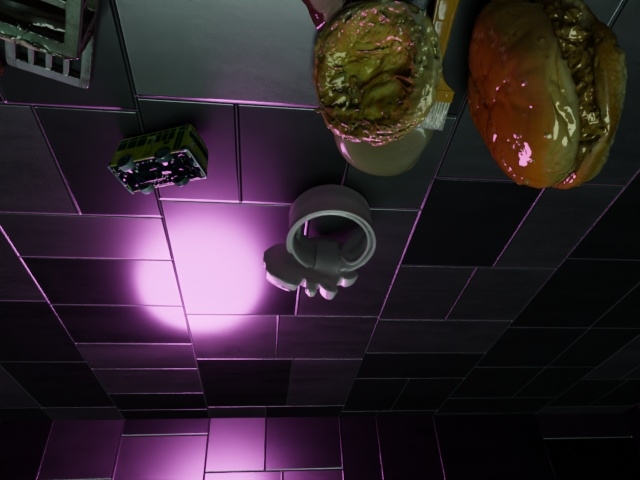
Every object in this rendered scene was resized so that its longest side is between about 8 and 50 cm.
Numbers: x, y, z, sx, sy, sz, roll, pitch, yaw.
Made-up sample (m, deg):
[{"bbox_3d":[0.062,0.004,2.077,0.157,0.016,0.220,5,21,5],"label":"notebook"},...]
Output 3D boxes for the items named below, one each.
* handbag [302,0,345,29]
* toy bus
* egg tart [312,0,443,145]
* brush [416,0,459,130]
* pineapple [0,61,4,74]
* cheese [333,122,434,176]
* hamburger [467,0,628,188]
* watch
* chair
[{"bbox_3d":[0.022,-0.397,0.563,0.235,0.127,0.213,-51,156,17],"label":"handbag"},{"bbox_3d":[-0.308,-0.160,0.914,0.174,0.101,0.088,-9,141,14],"label":"toy bus"},{"bbox_3d":[0.094,-0.272,0.757,0.098,0.232,0.252,-22,177,-45],"label":"egg tart"},{"bbox_3d":[0.189,-0.314,0.769,0.103,0.013,0.273,3,122,-9],"label":"brush"},{"bbox_3d":[-0.558,-0.319,0.744,0.058,0.058,0.125,-2,135,-1],"label":"pineapple"},{"bbox_3d":[0.114,-0.207,0.899,0.202,0.091,0.175,15,136,-22],"label":"cheese"},{"bbox_3d":[0.338,-0.221,0.738,0.158,0.319,0.319,-14,140,5],"label":"hamburger"},{"bbox_3d":[0.000,0.000,1.077,0.243,0.196,0.232,9,133,-10],"label":"watch"},{"bbox_3d":[-0.408,-0.317,0.680,0.136,0.147,0.270,15,136,-22],"label":"chair"}]
